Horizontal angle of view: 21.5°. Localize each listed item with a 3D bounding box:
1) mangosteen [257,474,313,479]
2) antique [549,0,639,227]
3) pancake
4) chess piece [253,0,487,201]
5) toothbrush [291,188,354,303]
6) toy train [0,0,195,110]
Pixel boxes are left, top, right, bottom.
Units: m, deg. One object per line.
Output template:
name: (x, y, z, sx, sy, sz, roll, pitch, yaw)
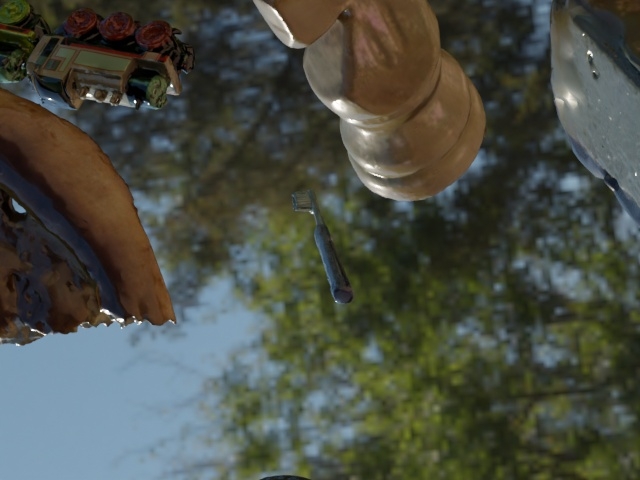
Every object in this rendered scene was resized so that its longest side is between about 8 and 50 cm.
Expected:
mangosteen: (-0.009, 0.314, 1.588, 0.194, 0.230, 0.194, 179, 90, -87)
antique: (0.238, -0.029, 0.850, 0.125, 0.150, 0.284, 74, 174, -48)
pancake: (-0.230, -0.027, 1.125, 0.056, 0.257, 0.212, -33, -65, -77)
chess piece: (0.041, -0.163, 1.363, 0.301, 0.137, 0.137, 58, -148, -54)
toothbrush: (0.000, 0.000, 1.258, 0.219, 0.019, 0.016, -111, 23, -68)
toy train: (-0.210, -0.138, 1.221, 0.053, 0.250, 0.085, 78, -151, -51)
